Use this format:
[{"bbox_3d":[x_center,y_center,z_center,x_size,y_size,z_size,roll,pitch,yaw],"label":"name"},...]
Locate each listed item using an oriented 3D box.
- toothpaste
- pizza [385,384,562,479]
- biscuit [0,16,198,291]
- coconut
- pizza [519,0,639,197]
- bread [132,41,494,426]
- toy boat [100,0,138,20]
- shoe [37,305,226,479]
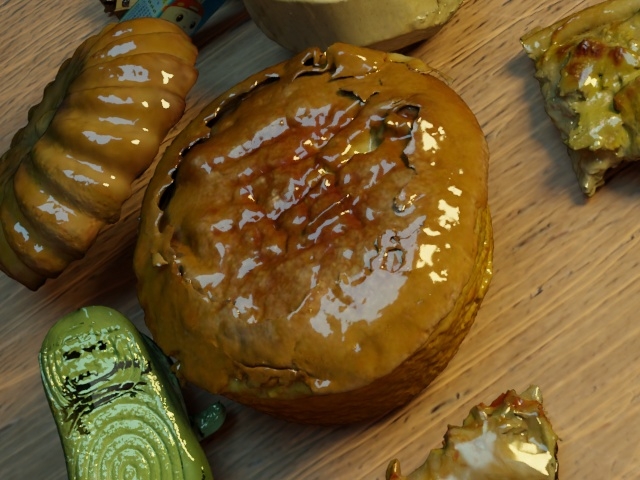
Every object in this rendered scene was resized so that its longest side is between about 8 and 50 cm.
[{"bbox_3d":[-0.153,-0.290,1.497,0.266,0.065,0.050,-42,50,19],"label":"toothpaste"},{"bbox_3d":[0.131,0.271,1.082,0.287,0.074,0.251,-39,56,-3],"label":"pizza"},{"bbox_3d":[-0.257,-0.106,1.370,0.325,0.107,0.326,-41,26,25],"label":"biscuit"},{"bbox_3d":[0.034,-0.308,1.374,0.259,0.259,0.259,-10,56,16],"label":"coconut"},{"bbox_3d":[0.319,-0.155,1.230,0.323,0.089,0.223,-2,63,39],"label":"pizza"},{"bbox_3d":[0.001,-0.003,1.226,0.336,0.204,0.358,3,64,21],"label":"bread"},{"bbox_3d":[-0.186,-0.304,1.580,0.200,0.057,0.077,-6,62,18],"label":"toy boat"},{"bbox_3d":[-0.172,0.183,1.227,0.140,0.128,0.262,-27,82,15],"label":"shoe"}]
